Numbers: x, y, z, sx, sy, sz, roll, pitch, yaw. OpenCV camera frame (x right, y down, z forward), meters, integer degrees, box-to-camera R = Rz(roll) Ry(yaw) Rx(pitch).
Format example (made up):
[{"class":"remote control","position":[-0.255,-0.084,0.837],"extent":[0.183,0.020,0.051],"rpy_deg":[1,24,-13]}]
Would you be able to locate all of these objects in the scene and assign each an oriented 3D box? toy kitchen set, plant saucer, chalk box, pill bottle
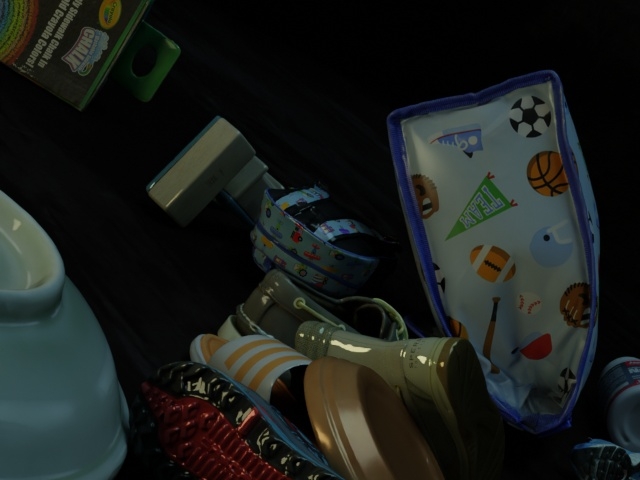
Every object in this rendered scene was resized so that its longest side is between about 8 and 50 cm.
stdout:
[{"class":"toy kitchen set","position":[-0.148,-0.080,1.515],"extent":[0.166,0.122,0.207],"rpy_deg":[41,-6,32]},{"class":"plant saucer","position":[0.054,0.174,0.975],"extent":[0.200,0.037,0.200],"rpy_deg":[56,13,-19]},{"class":"plant saucer","position":[-0.279,0.013,0.800],"extent":[0.400,0.100,0.400],"rpy_deg":[32,13,-8]},{"class":"chalk box","position":[-0.327,-0.297,1.659],"extent":[0.289,0.180,0.179],"rpy_deg":[32,13,-12]},{"class":"pill bottle","position":[0.444,0.227,1.767],"extent":[0.108,0.108,0.180],"rpy_deg":[33,12,-4]}]

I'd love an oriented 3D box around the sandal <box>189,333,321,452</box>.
[{"class":"sandal","position":[-0.010,0.142,1.028],"extent":[0.102,0.076,0.265],"rpy_deg":[21,17,-45]}]

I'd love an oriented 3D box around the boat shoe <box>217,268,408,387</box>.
[{"class":"boat shoe","position":[0.036,0.104,1.250],"extent":[0.305,0.091,0.109],"rpy_deg":[21,18,-45]}]

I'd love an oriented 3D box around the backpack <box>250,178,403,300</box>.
[{"class":"backpack","position":[-0.008,0.009,1.437],"extent":[0.158,0.117,0.173],"rpy_deg":[38,13,17]}]

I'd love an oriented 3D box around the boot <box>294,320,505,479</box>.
[{"class":"boot","position":[0.071,0.158,1.130],"extent":[0.165,0.077,0.213],"rpy_deg":[6,-44,29]}]

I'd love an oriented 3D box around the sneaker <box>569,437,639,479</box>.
[{"class":"sneaker","position":[0.329,0.266,1.489],"extent":[0.073,0.063,0.162],"rpy_deg":[21,-2,39]}]

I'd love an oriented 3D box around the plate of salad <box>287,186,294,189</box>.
[{"class":"plate of salad","position":[-0.058,-0.052,1.702],"extent":[0.200,0.048,0.200],"rpy_deg":[32,12,-8]}]

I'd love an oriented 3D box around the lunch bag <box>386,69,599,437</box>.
[{"class":"lunch bag","position":[0.221,0.032,1.493],"extent":[0.328,0.239,0.385],"rpy_deg":[11,65,-78]}]

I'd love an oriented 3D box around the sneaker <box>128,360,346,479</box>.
[{"class":"sneaker","position":[-0.008,0.179,0.838],"extent":[0.262,0.104,0.125],"rpy_deg":[47,8,25]}]
